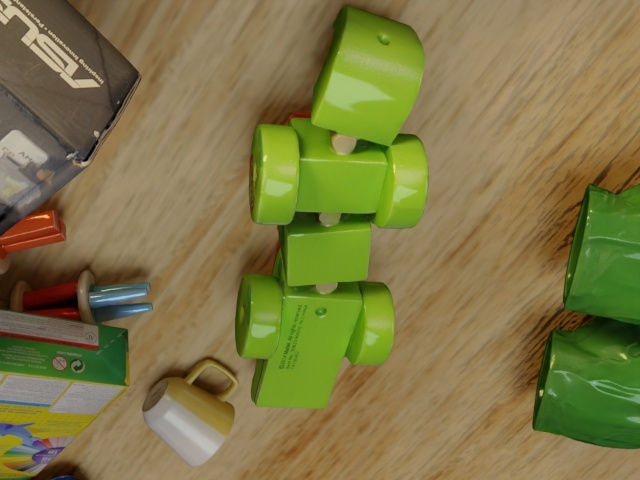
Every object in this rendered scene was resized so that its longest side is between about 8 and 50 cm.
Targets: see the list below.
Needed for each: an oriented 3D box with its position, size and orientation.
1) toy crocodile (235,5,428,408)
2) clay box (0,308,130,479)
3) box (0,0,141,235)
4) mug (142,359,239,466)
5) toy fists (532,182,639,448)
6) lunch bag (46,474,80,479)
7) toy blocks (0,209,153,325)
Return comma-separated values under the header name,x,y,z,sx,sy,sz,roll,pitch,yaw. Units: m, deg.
name,x,y,z,sx,sy,sz,roll,pitch,yaw
toy crocodile,0.000,0.000,0.611,0.115,0.105,0.341,1,128,-11
clay box,-0.249,0.127,0.630,0.127,0.053,0.222,15,141,-34
box,-0.336,-0.117,0.399,0.318,0.097,0.395,-30,119,30
mug,-0.114,0.144,0.714,0.064,0.078,0.062,42,142,-21
toy fists,0.268,0.069,0.686,0.142,0.096,0.279,11,127,12
lunch bag,-0.253,0.257,0.754,0.098,0.065,0.067,-19,140,2
toy blocks,-0.206,0.024,0.609,0.148,0.054,0.123,-9,125,-4
